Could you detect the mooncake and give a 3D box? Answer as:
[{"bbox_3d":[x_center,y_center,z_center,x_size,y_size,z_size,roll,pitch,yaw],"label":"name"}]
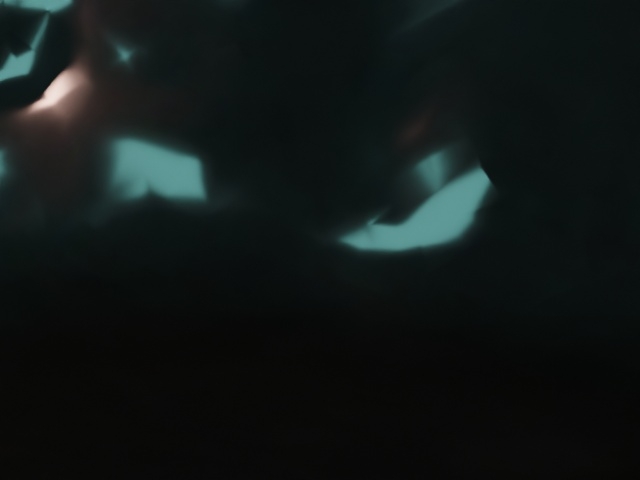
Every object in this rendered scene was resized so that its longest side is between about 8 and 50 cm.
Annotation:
[{"bbox_3d":[0.000,0.000,0.636,0.381,0.350,0.212,-24,55,43],"label":"mooncake"}]
